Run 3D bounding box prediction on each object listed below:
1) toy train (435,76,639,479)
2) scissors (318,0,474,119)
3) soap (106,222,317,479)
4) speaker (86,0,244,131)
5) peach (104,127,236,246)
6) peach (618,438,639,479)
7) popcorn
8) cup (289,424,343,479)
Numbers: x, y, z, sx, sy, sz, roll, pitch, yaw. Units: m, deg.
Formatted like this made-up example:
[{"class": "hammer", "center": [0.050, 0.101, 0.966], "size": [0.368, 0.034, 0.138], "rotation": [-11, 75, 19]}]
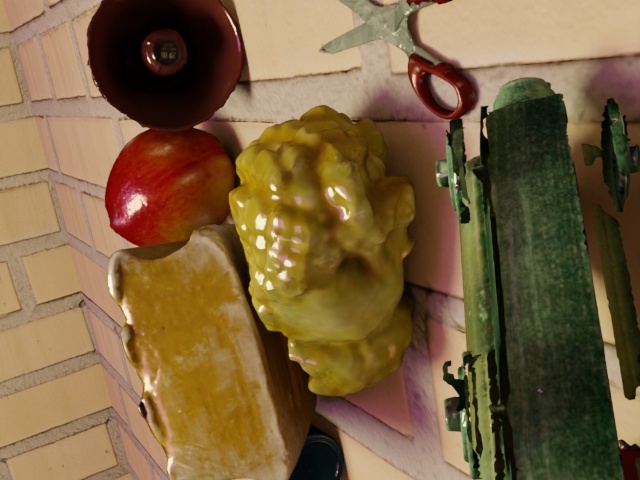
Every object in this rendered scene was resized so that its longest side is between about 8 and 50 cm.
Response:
[{"class": "toy train", "center": [0.148, 0.047, 0.477], "size": [0.189, 0.126, 0.307], "rotation": [55, -149, -53]}, {"class": "scissors", "center": [0.057, -0.202, 0.710], "size": [0.248, 0.017, 0.144], "rotation": [32, 133, 54]}, {"class": "soap", "center": [-0.117, 0.129, 0.938], "size": [0.335, 0.156, 0.293], "rotation": [-6, -99, -85]}, {"class": "speaker", "center": [-0.264, -0.295, 1.081], "size": [0.259, 0.198, 0.329], "rotation": [62, 166, -23]}, {"class": "peach", "center": [-0.227, -0.075, 1.116], "size": [0.197, 0.197, 0.197], "rotation": [40, 139, 47]}, {"class": "peach", "center": [0.193, 0.315, 0.563], "size": [0.257, 0.201, 0.361], "rotation": [61, 151, 19]}, {"class": "popcorn", "center": [0.000, 0.000, 0.783], "size": [0.225, 0.174, 0.286], "rotation": [-118, 14, -52]}, {"class": "cup", "center": [-0.041, 0.330, 1.115], "size": [0.138, 0.113, 0.150], "rotation": [10, 121, 59]}]
